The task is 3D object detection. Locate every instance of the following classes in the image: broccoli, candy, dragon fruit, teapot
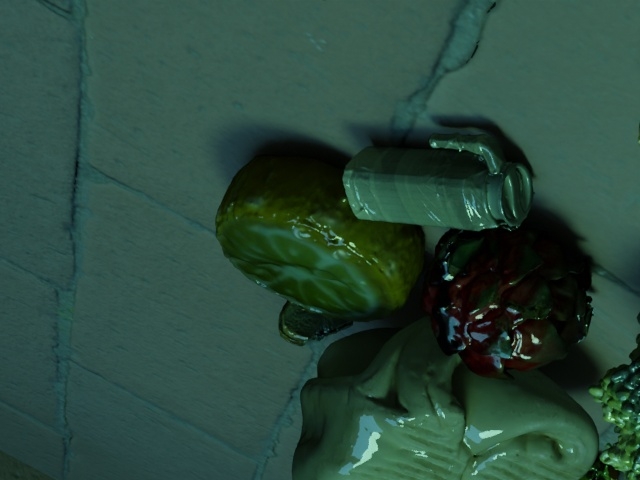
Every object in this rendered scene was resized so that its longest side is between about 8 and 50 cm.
[{"bbox_3d":[0.408,0.174,1.541,0.247,0.263,0.243,4,173,-8],"label":"broccoli"},{"bbox_3d":[0.000,0.000,1.736,0.260,0.118,0.260,21,157,10],"label":"candy"},{"bbox_3d":[0.204,0.064,1.584,0.188,0.182,0.182,23,152,11],"label":"dragon fruit"},{"bbox_3d":[0.123,-0.070,1.542,0.200,0.077,0.107,6,126,37],"label":"teapot"}]

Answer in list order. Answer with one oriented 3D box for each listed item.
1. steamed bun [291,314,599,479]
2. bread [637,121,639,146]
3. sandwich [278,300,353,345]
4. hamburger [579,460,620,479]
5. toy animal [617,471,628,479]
[{"bbox_3d":[0.125,0.227,1.824,0.342,0.255,0.368,22,125,-30],"label":"steamed bun"},{"bbox_3d":[0.388,-0.063,1.243,0.236,0.120,0.198,33,155,-6],"label":"bread"},{"bbox_3d":[-0.004,0.098,1.909,0.093,0.105,0.036,29,153,8],"label":"sandwich"},{"bbox_3d":[0.374,0.371,2.027,0.164,0.093,0.189,13,147,30],"label":"hamburger"},{"bbox_3d":[0.455,0.334,1.837,0.179,0.138,0.166,42,175,-8],"label":"toy animal"}]
